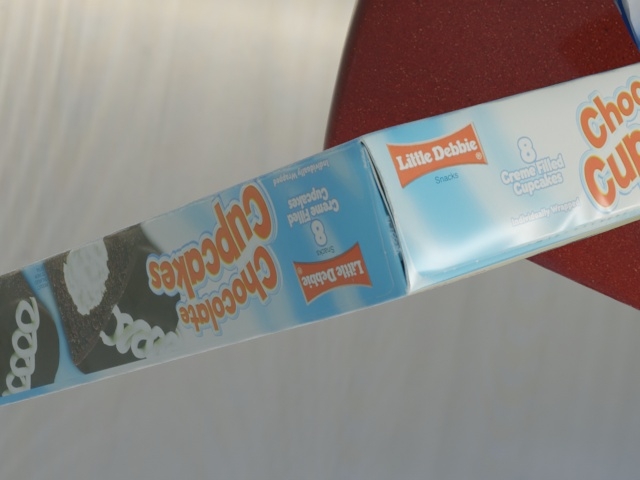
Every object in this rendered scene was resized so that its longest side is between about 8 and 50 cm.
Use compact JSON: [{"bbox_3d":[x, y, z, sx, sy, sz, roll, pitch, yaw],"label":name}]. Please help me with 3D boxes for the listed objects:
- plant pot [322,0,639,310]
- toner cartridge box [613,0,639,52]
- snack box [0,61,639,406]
[{"bbox_3d":[0.179,-0.152,1.097,0.267,0.267,0.235,-41,145,-37],"label":"plant pot"},{"bbox_3d":[0.242,-0.223,0.728,0.165,0.348,0.075,68,9,22],"label":"toner cartridge box"},{"bbox_3d":[0.000,0.000,0.797,0.187,0.322,0.060,-17,90,-37],"label":"snack box"}]
